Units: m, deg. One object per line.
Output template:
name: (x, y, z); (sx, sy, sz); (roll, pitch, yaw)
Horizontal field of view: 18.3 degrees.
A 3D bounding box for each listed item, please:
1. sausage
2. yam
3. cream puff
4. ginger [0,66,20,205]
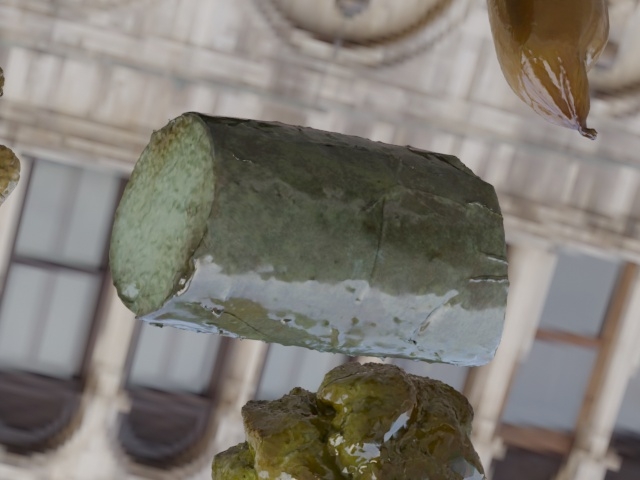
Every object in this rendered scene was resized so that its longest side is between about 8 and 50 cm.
sausage: (0.202, -0.212, 1.763); (0.112, 0.112, 0.328); (12, -131, -15)
yam: (0.000, 0.000, 1.395); (0.268, 0.161, 0.161); (8, -165, -23)
cream puff: (0.020, 0.211, 1.697); (0.244, 0.244, 0.196); (6, -169, -33)
ginger: (-0.392, -0.041, 1.837); (0.236, 0.375, 0.166); (4, -165, -4)
